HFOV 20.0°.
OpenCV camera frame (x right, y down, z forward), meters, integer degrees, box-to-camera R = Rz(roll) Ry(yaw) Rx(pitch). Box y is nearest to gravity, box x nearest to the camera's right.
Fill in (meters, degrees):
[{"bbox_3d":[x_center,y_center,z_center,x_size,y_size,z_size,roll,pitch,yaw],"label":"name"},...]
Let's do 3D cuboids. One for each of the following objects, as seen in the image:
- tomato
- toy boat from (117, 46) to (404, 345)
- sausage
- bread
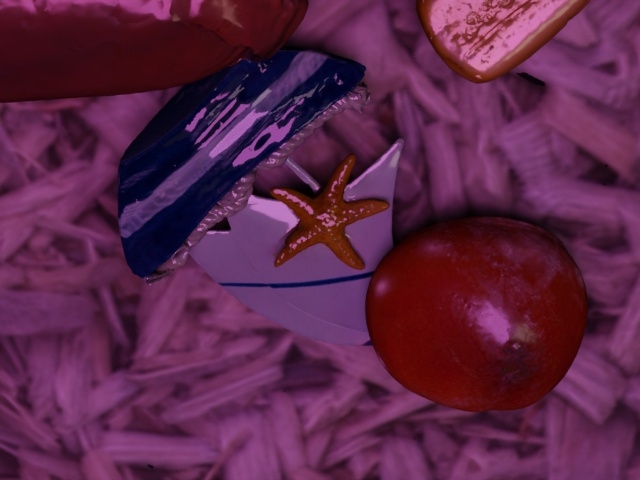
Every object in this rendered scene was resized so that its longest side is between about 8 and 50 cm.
[{"bbox_3d":[0.112,0.061,1.234,0.159,0.091,0.139,12,115,-14],"label":"tomato"},{"bbox_3d":[0.000,0.000,1.263,0.220,0.067,0.291,-40,118,16],"label":"toy boat"},{"bbox_3d":[-0.149,-0.162,1.138,0.279,0.152,0.152,-3,114,6],"label":"sausage"},{"bbox_3d":[0.119,-0.158,1.170,0.115,0.056,0.082,-43,94,10],"label":"bread"}]
